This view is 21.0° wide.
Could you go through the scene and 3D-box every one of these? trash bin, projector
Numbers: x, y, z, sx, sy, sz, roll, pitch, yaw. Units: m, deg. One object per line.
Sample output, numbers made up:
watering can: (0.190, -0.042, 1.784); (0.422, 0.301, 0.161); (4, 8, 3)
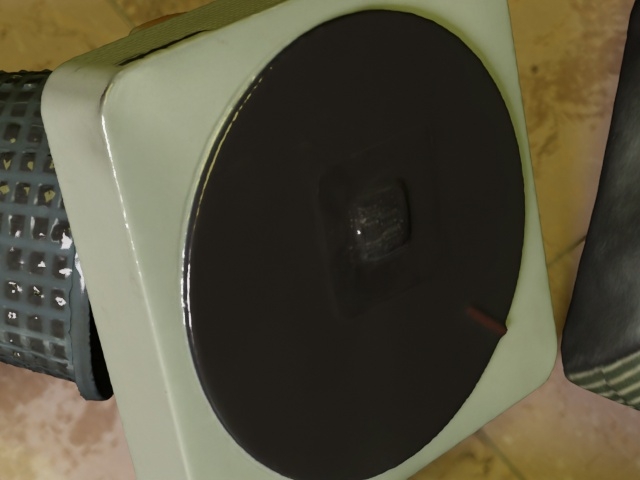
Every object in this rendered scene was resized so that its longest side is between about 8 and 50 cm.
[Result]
trash bin: (-0.173, -0.017, 0.873); (0.161, 0.175, 0.175); (8, 67, 4)
projector: (0.000, 0.000, 0.844); (0.257, 0.079, 0.259); (-28, 116, -36)

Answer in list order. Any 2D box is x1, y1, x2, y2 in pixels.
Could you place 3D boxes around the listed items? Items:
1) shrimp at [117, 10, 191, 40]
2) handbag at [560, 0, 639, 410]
shrimp: (-0.049, -0.103, 0.985); (0.184, 0.043, 0.091); (-27, 73, -18)
handbag: (0.299, -0.038, 0.930); (0.240, 0.247, 0.341); (23, 64, -14)
